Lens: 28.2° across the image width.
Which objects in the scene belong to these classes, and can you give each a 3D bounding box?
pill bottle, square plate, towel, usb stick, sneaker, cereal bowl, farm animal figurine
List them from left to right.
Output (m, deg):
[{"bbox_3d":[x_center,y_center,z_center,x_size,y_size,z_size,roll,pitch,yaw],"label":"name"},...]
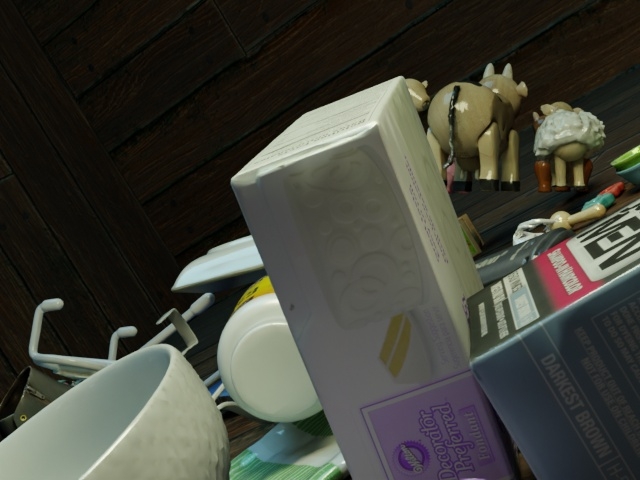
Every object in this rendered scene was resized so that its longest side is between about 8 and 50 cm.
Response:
[{"bbox_3d":[-0.291,0.245,1.303,0.083,0.118,0.222,-30,40,39],"label":"sneaker"},{"bbox_3d":[-0.193,0.232,0.900,0.339,0.141,0.339,-36,12,9],"label":"cereal bowl"},{"bbox_3d":[-0.032,0.098,1.178,0.117,0.117,0.215,-32,5,4],"label":"pill bottle"},{"bbox_3d":[-0.023,0.188,1.113,0.325,0.038,0.248,-33,4,-22],"label":"towel"},{"bbox_3d":[0.000,0.000,1.684,0.344,0.049,0.347,-18,-3,8],"label":"square plate"},{"bbox_3d":[0.192,-0.149,1.662,0.330,0.172,0.327,0,2,7],"label":"farm animal figurine"},{"bbox_3d":[0.171,0.046,1.365,0.077,0.045,0.278,-33,4,-34],"label":"usb stick"}]

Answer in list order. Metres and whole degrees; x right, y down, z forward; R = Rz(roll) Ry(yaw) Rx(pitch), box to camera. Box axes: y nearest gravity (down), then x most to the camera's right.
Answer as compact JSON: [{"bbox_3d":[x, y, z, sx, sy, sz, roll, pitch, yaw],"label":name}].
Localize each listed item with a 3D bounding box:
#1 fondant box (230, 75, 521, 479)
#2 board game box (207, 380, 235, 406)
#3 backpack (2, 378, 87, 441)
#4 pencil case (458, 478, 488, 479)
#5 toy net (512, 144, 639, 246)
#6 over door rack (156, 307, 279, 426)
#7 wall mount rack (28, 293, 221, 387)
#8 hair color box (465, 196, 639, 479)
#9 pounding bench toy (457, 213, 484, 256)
[{"bbox_3d":[0.050,0.026,0.865,0.096,0.238,0.330,-20,9,11],"label":"fondant box"},{"bbox_3d":[-0.082,0.191,1.695,0.133,0.033,0.168,-28,6,-30],"label":"board game box"},{"bbox_3d":[-0.358,0.276,1.787,0.144,0.166,0.188,-29,7,-6],"label":"backpack"},{"bbox_3d":[0.016,0.174,0.608,0.088,0.086,0.206,4,-22,-43],"label":"pencil case"},{"bbox_3d":[0.304,-0.045,1.489,0.232,0.045,0.122,-32,3,1],"label":"toy net"},{"bbox_3d":[-0.129,0.176,1.423,0.239,0.108,0.324,-30,24,38],"label":"over door rack"},{"bbox_3d":[-0.245,0.159,1.877,0.304,0.130,0.350,1,-15,27],"label":"wall mount rack"},{"bbox_3d":[0.262,-0.004,0.656,0.374,0.114,0.185,-31,3,9],"label":"hair color box"},{"bbox_3d":[0.180,0.008,1.783,0.083,0.052,0.065,-31,3,15],"label":"pounding bench toy"}]
